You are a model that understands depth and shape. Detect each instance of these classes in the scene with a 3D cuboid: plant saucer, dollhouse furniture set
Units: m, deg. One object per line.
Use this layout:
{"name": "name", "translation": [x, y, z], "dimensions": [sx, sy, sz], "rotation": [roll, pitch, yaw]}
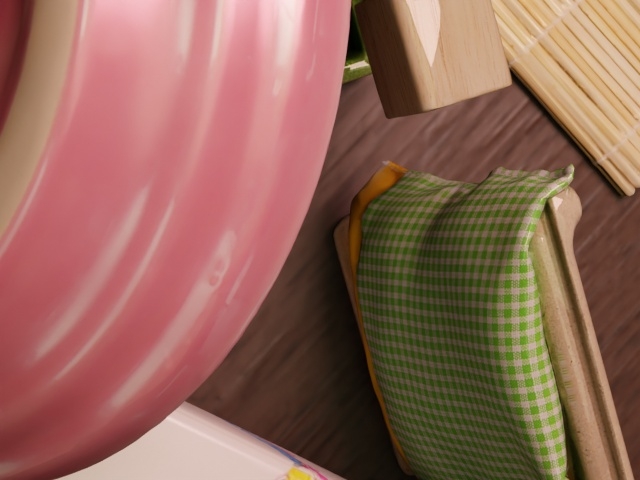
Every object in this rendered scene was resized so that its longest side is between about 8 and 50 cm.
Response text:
{"name": "plant saucer", "translation": [-0.143, -0.077, 0.577], "dimensions": [0.084, 0.332, 0.332], "rotation": [7, 91, -53]}
{"name": "dollhouse furniture set", "translation": [0.000, 0.000, 0.675], "dimensions": [0.151, 0.197, 0.301], "rotation": [-18, 96, -15]}

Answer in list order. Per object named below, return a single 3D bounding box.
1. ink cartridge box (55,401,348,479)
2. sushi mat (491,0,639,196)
{"name": "ink cartridge box", "translation": [-0.066, 0.179, 0.707], "dimensions": [0.278, 0.117, 0.201], "rotation": [28, 85, -15]}
{"name": "sushi mat", "translation": [0.102, -0.180, 0.787], "dimensions": [0.316, 0.019, 0.151], "rotation": [46, 80, -12]}
